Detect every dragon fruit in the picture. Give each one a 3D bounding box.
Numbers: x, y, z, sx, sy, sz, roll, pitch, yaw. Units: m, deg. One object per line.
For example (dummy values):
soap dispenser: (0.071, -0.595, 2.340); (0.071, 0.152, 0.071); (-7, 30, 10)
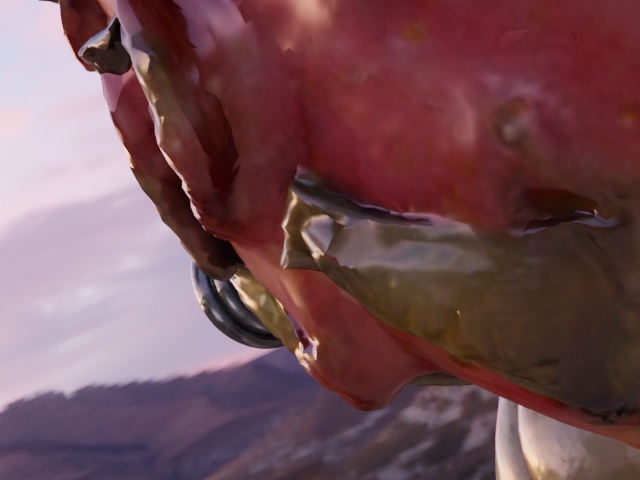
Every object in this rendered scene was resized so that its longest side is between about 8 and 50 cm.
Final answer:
dragon fruit: (0.035, -0.095, 0.412); (0.262, 0.314, 0.296); (15, -30, -4)

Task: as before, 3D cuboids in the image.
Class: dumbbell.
dumbbell: (0.000, 0.000, 1.086); (0.110, 0.110, 0.254); (-19, -7, -38)

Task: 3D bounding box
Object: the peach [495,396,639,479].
peach: (0.247, 0.143, 1.059); (0.247, 0.292, 0.292); (-11, -10, -12)
